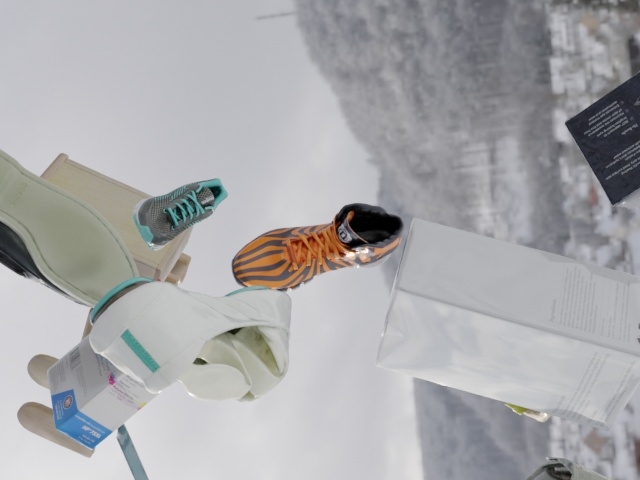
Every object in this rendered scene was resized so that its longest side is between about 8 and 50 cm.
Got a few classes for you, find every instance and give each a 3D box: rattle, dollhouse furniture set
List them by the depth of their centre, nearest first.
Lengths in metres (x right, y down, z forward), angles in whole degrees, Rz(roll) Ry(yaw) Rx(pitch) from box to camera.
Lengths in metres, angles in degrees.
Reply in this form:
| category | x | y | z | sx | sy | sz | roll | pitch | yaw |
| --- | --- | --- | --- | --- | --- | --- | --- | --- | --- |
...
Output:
| category | x | y | z | sx | sy | sz | roll | pitch | yaw |
| --- | --- | --- | --- | --- | --- | --- | --- | --- | --- |
| dollhouse furniture set | -0.403 | 0.090 | 1.859 | 0.362 | 0.256 | 0.394 | -65 | -1 | -50 |
| rattle | 0.413 | 0.254 | 2.076 | 0.130 | 0.143 | 0.199 | 41 | 164 | 41 |

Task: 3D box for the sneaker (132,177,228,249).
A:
| category | x | y | z | sx | sy | sz | roll | pitch | yaw |
| --- | --- | --- | --- | --- | --- | --- | --- | --- | --- |
| sneaker | -0.167 | -0.041 | 1.311 | 0.065 | 0.076 | 0.166 | 61 | -155 | -10 |

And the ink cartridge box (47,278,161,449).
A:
| category | x | y | z | sx | sy | sz | roll | pitch | yaw |
| --- | --- | --- | --- | --- | --- | --- | --- | --- | --- |
| ink cartridge box | -0.287 | 0.179 | 1.578 | 0.078 | 0.231 | 0.134 | 43 | -168 | -37 |

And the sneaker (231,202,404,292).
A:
| category | x | y | z | sx | sy | sz | roll | pitch | yaw |
| --- | --- | --- | --- | --- | --- | --- | --- | --- | --- |
| sneaker | 0.000 | 0.000 | 1.923 | 0.180 | 0.321 | 0.124 | 123 | 129 | -70 |

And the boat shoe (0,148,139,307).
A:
| category | x | y | z | sx | sy | sz | roll | pitch | yaw |
| --- | --- | --- | --- | --- | --- | --- | --- | --- | --- |
| boat shoe | -0.403 | -0.009 | 1.483 | 0.340 | 0.113 | 0.127 | 36 | -126 | -15 |

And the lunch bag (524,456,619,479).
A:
| category | x | y | z | sx | sy | sz | roll | pitch | yaw |
| --- | --- | --- | --- | --- | --- | --- | --- | --- | --- |
| lunch bag | 0.450 | 0.488 | 1.818 | 0.287 | 0.235 | 0.169 | -56 | 10 | 41 |

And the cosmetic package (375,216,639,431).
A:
| category | x | y | z | sx | sy | sz | roll | pitch | yaw |
| --- | --- | --- | --- | --- | --- | --- | --- | --- | --- |
| cosmetic package | 0.291 | 0.128 | 1.630 | 0.217 | 0.385 | 0.156 | 103 | -174 | -50 |

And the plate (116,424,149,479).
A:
| category | x | y | z | sx | sy | sz | roll | pitch | yaw |
| --- | --- | --- | --- | --- | --- | --- | --- | --- | --- |
| plate | -0.316 | 0.391 | 1.849 | 0.188 | 0.024 | 0.188 | 57 | 163 | 28 |

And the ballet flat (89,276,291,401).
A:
| category | x | y | z | sx | sy | sz | roll | pitch | yaw |
| --- | --- | --- | --- | --- | --- | --- | --- | --- | --- |
| ballet flat | -0.112 | 0.126 | 1.209 | 0.400 | 0.139 | 0.139 | 17 | -112 | -68 |

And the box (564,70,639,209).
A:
| category | x | y | z | sx | sy | sz | roll | pitch | yaw |
| --- | --- | --- | --- | --- | --- | --- | --- | --- | --- |
| box | 0.485 | -0.154 | 1.635 | 0.093 | 0.156 | 0.158 | 5 | -125 | -55 |
